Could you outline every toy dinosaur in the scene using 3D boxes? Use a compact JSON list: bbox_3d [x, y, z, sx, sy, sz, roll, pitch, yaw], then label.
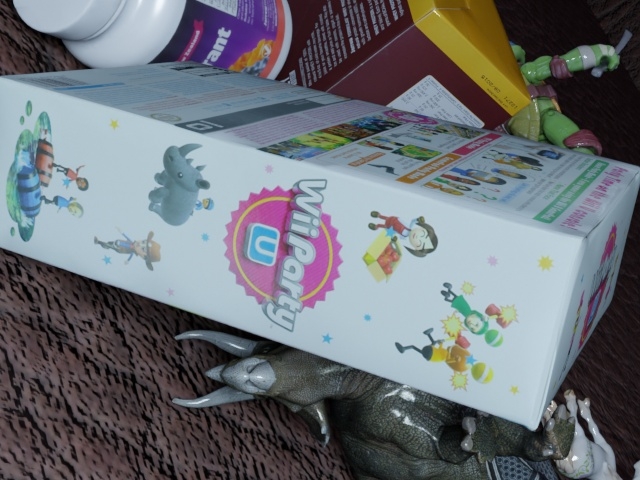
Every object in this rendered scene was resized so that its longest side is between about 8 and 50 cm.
[{"bbox_3d":[0.068,0.125,0.709,0.313,0.160,0.121,50,53,-37],"label":"toy dinosaur"}]

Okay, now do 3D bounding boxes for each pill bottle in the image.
[{"bbox_3d":[-0.113,-0.160,0.787,0.193,0.108,0.108,8,52,-58],"label":"pill bottle"}]

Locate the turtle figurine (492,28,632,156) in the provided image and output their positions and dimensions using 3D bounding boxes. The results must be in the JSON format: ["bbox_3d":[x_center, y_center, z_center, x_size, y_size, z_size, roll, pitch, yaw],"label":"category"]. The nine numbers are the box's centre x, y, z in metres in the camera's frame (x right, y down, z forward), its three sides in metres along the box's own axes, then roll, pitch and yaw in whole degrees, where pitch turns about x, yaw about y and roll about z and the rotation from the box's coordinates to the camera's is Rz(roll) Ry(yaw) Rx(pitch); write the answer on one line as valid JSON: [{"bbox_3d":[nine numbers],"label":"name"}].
[{"bbox_3d":[0.335,-0.149,1.485,0.275,0.198,0.266,20,45,-46],"label":"turtle figurine"}]

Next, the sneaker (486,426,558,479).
[{"bbox_3d":[0.196,0.233,0.827,0.121,0.112,0.299,33,23,-46],"label":"sneaker"}]

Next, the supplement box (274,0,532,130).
[{"bbox_3d":[0.040,-0.153,0.951,0.129,0.194,0.191,36,31,-36],"label":"supplement box"}]

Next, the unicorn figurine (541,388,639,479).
[{"bbox_3d":[0.258,0.201,1.082,0.162,0.060,0.111,7,51,-38],"label":"unicorn figurine"}]

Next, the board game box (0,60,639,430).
[{"bbox_3d":[0.006,-0.020,0.634,0.303,0.097,0.224,16,17,19],"label":"board game box"}]
